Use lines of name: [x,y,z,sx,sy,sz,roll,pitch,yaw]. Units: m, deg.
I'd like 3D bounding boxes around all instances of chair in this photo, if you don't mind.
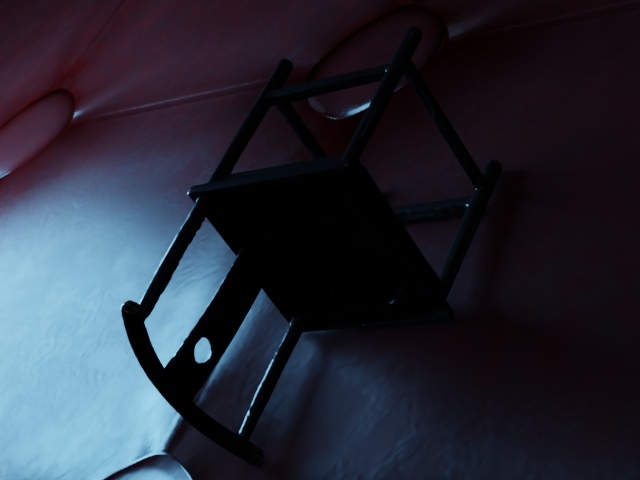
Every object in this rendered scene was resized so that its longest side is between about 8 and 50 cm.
chair: [0.000,0.000,0.827,0.141,0.154,0.260,-9,41,37]
